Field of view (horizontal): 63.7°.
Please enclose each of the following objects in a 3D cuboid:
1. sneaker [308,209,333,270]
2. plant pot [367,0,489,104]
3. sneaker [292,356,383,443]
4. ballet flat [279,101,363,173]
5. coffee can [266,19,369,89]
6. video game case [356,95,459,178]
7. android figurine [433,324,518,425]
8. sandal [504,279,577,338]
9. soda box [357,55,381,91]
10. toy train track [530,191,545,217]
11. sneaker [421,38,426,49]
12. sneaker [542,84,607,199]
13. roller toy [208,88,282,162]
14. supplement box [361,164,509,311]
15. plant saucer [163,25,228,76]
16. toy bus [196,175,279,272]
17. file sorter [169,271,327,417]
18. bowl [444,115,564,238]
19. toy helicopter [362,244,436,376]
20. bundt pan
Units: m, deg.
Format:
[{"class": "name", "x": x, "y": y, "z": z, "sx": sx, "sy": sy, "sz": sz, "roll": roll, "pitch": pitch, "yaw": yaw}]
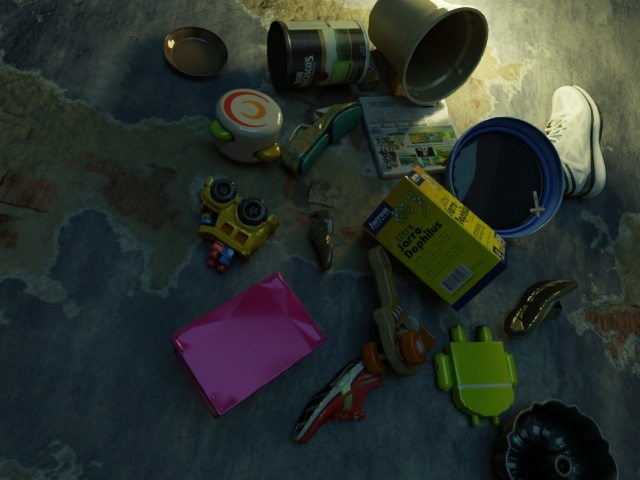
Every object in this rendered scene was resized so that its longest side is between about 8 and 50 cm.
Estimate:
[{"class": "sneaker", "x": 0.000, "y": 0.000, "z": 1.467, "sx": 0.071, "sy": 0.066, "sz": 0.188, "roll": 2, "pitch": 60, "yaw": 3}, {"class": "plant pot", "x": 0.328, "y": -0.679, "z": 1.717, "sx": 0.334, "sy": 0.333, "sz": 0.305, "roll": -19, "pitch": 54, "yaw": -23}, {"class": "sneaker", "x": 0.054, "y": 0.409, "z": 1.272, "sx": 0.279, "sy": 0.107, "sz": 0.118, "roll": -38, "pitch": 87, "yaw": -26}, {"class": "ballet flat", "x": -0.002, "y": -0.340, "z": 1.585, "sx": 0.123, "sy": 0.123, "sz": 0.348, "roll": 40, "pitch": 62, "yaw": 3}, {"class": "coffee can", "x": -0.010, "y": -0.593, "z": 1.637, "sx": 0.276, "sy": 0.201, "sz": 0.201, "roll": -10, "pitch": 70, "yaw": -20}, {"class": "video game case", "x": 0.309, "y": -0.353, "z": 1.719, "sx": 0.329, "sy": 0.036, "sz": 0.299, "roll": -7, "pitch": 69, "yaw": -20}, {"class": "android figurine", "x": 0.437, "y": 0.370, "z": 1.425, "sx": 0.249, "sy": 0.056, "sz": 0.272, "roll": 1, "pitch": 66, "yaw": -16}, {"class": "sandal", "x": 0.658, "y": 0.208, "z": 1.545, "sx": 0.303, "sy": 0.120, "sz": 0.086, "roll": -35, "pitch": 108, "yaw": -24}, {"class": "soda box", "x": 0.141, "y": -0.604, "z": 1.767, "sx": 0.061, "sy": 0.058, "sz": 0.181, "roll": -12, "pitch": 70, "yaw": -20}, {"class": "toy train track", "x": 0.674, "y": -0.112, "z": 1.610, "sx": 0.048, "sy": 0.014, "sz": 0.083, "roll": -4, "pitch": 80, "yaw": -3}, {"class": "sneaker", "x": 0.441, "y": -0.690, "z": 1.890, "sx": 0.240, "sy": 0.091, "sz": 0.126, "roll": 44, "pitch": 81, "yaw": 5}, {"class": "sneaker", "x": 0.829, "y": -0.368, "z": 1.800, "sx": 0.258, "sy": 0.169, "sz": 0.447, "roll": 5, "pitch": 68, "yaw": -16}, {"class": "roller toy", "x": -0.211, "y": -0.327, "z": 1.492, "sx": 0.210, "sy": 0.146, "sz": 0.191, "roll": 10, "pitch": 54, "yaw": -11}, {"class": "supplement box", "x": 0.326, "y": -0.014, "z": 1.444, "sx": 0.356, "sy": 0.195, "sz": 0.194, "roll": 42, "pitch": 26, "yaw": 4}, {"class": "plant saucer", "x": -0.390, "y": -0.585, "z": 1.617, "sx": 0.199, "sy": 0.036, "sz": 0.198, "roll": 6, "pitch": 65, "yaw": -13}, {"class": "toy bus", "x": -0.252, "y": -0.033, "z": 1.368, "sx": 0.220, "sy": 0.149, "sz": 0.211, "roll": 33, "pitch": 78, "yaw": 2}, {"class": "file sorter", "x": -0.177, "y": 0.255, "z": 1.226, "sx": 0.291, "sy": 0.182, "sz": 0.202, "roll": -31, "pitch": 77, "yaw": -26}, {"class": "bowl", "x": 0.583, "y": -0.197, "z": 1.646, "sx": 0.392, "sy": 0.077, "sz": 0.390, "roll": 1, "pitch": 85, "yaw": -10}, {"class": "toy helicopter", "x": 0.202, "y": 0.183, "z": 1.378, "sx": 0.235, "sy": 0.140, "sz": 0.354, "roll": 17, "pitch": 56, "yaw": -55}, {"class": "bundt pan", "x": 0.592, "y": 0.588, "z": 1.336, "sx": 0.331, "sy": 0.124, "sz": 0.330, "roll": 7, "pitch": 65, "yaw": -14}]
